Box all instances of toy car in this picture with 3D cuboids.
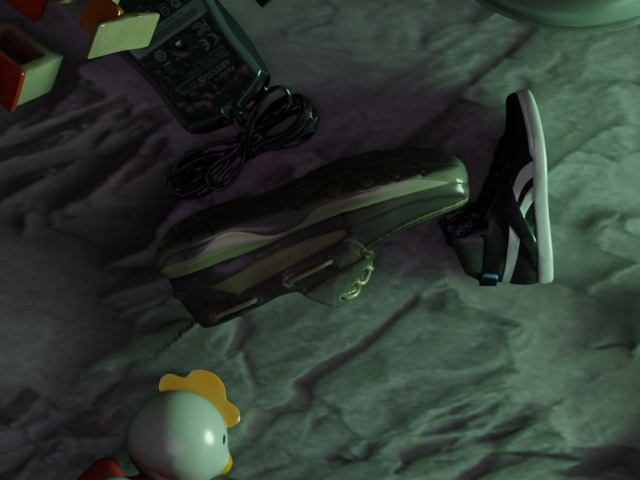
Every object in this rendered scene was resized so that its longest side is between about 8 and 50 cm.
[{"bbox_3d":[-0.152,0.260,1.910,0.210,0.219,0.238,28,73,-3],"label":"toy car"}]

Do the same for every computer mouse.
[{"bbox_3d":[-0.142,-0.193,1.861,0.188,0.072,0.272,-29,110,9],"label":"computer mouse"}]

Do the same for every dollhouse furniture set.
[{"bbox_3d":[-0.311,-0.262,1.768,0.262,0.135,0.259,38,123,21],"label":"dollhouse furniture set"}]

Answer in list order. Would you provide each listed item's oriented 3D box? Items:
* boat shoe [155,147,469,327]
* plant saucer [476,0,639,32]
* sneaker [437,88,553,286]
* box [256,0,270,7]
[{"bbox_3d":[0.000,0.000,1.872,0.355,0.132,0.130,-17,110,14],"label":"boat shoe"},{"bbox_3d":[0.222,-0.374,1.692,0.401,0.100,0.400,16,127,23],"label":"plant saucer"},{"bbox_3d":[0.185,-0.051,1.865,0.121,0.079,0.216,-6,102,2],"label":"sneaker"},{"bbox_3d":[-0.030,-0.383,1.727,0.184,0.103,0.261,49,140,-5],"label":"box"}]
